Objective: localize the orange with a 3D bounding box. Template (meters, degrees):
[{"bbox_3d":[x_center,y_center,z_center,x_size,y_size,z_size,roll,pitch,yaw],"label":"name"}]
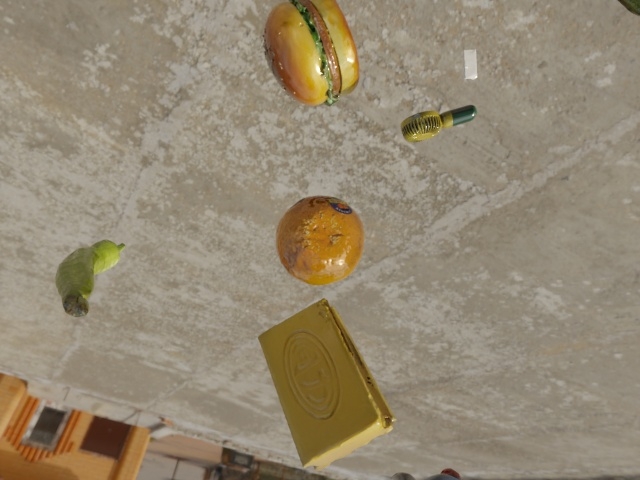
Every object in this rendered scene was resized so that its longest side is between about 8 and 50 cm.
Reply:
[{"bbox_3d":[-0.001,-0.001,0.916,0.177,0.178,0.155,22,157,-16],"label":"orange"}]

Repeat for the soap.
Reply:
[{"bbox_3d":[0.002,0.304,1.037,0.204,0.325,0.096,-32,143,5],"label":"soap"}]

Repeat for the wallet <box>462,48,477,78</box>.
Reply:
[{"bbox_3d":[0.444,-0.522,1.386,0.044,0.083,0.011,-8,-169,-14],"label":"wallet"}]

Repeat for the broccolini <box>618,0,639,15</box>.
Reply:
[{"bbox_3d":[0.451,-0.253,0.601,0.057,0.254,0.071,-17,147,-11],"label":"broccolini"}]

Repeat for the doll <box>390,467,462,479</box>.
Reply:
[{"bbox_3d":[0.086,0.441,0.592,0.284,0.240,0.310,41,108,-4],"label":"doll"}]

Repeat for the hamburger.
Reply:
[{"bbox_3d":[-0.030,-0.399,1.011,0.169,0.246,0.246,-23,144,-6],"label":"hamburger"}]

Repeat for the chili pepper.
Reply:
[{"bbox_3d":[-0.257,0.036,0.504,0.049,0.208,0.043,40,95,-19],"label":"chili pepper"}]

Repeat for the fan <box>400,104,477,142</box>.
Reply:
[{"bbox_3d":[0.242,-0.240,0.952,0.155,0.039,0.082,-15,171,8],"label":"fan"}]
